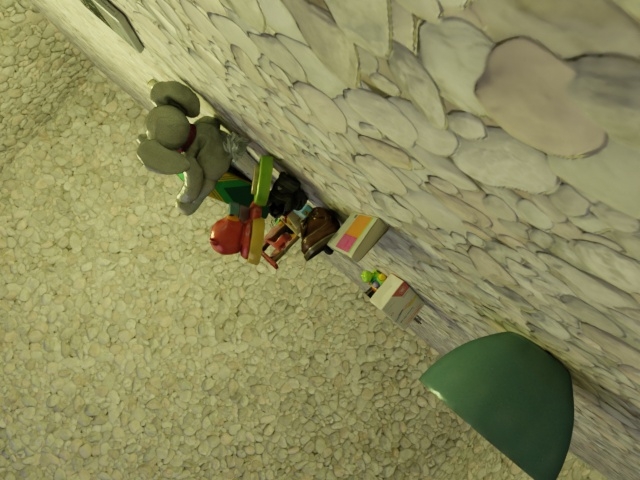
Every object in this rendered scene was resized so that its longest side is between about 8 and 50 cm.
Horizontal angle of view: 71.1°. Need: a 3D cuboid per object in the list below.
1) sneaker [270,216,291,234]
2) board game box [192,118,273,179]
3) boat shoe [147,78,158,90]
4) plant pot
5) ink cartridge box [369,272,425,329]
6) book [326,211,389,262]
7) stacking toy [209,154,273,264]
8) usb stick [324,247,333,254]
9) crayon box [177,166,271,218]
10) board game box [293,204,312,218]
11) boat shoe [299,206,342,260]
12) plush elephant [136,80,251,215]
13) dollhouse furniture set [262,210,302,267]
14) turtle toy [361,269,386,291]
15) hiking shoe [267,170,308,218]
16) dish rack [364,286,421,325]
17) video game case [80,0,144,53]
[{"bbox_3d":[-0.193,-0.091,2.170,0.146,0.134,0.343,60,168,7],"label":"sneaker"},{"bbox_3d":[-0.312,-0.299,1.542,0.305,0.053,0.193,36,175,41],"label":"board game box"},{"bbox_3d":[-0.541,-0.493,1.538,0.045,0.050,0.135,44,178,25],"label":"boat shoe"},{"bbox_3d":[0.370,0.297,0.880,0.290,0.195,0.290,40,176,4],"label":"plant pot"},{"bbox_3d":[0.259,0.207,1.442,0.198,0.115,0.067,42,175,-40],"label":"ink cartridge box"},{"bbox_3d":[0.072,-0.010,0.938,0.035,0.096,0.144,42,176,-21],"label":"book"},{"bbox_3d":[-0.218,-0.095,1.204,0.130,0.280,0.309,8,-174,-13],"label":"stacking toy"},{"bbox_3d":[0.000,0.000,2.018,0.077,0.045,0.278,46,179,24],"label":"usb stick"},{"bbox_3d":[-0.377,-0.233,1.646,0.313,0.106,0.363,21,-168,-39],"label":"crayon box"},{"bbox_3d":[0.007,-0.043,1.542,0.211,0.039,0.160,41,176,-13],"label":"board game box"},{"bbox_3d":[-0.011,-0.025,1.149,0.104,0.110,0.307,56,-173,0],"label":"boat shoe"},{"bbox_3d":[-0.374,-0.258,1.205,0.255,0.272,0.330,27,154,-30],"label":"plush elephant"},{"bbox_3d":[-0.168,-0.030,1.802,0.152,0.201,0.374,42,167,6],"label":"dollhouse furniture set"},{"bbox_3d":[0.205,0.149,1.630,0.130,0.066,0.095,41,176,-14],"label":"turtle toy"},{"bbox_3d":[-0.106,-0.115,1.266,0.086,0.114,0.227,39,176,13],"label":"hiking shoe"},{"bbox_3d":[0.347,0.317,2.111,0.208,0.074,0.271,41,175,-30],"label":"dish rack"},{"bbox_3d":[-0.498,-0.527,1.024,0.173,0.022,0.190,40,177,-9],"label":"video game case"}]
